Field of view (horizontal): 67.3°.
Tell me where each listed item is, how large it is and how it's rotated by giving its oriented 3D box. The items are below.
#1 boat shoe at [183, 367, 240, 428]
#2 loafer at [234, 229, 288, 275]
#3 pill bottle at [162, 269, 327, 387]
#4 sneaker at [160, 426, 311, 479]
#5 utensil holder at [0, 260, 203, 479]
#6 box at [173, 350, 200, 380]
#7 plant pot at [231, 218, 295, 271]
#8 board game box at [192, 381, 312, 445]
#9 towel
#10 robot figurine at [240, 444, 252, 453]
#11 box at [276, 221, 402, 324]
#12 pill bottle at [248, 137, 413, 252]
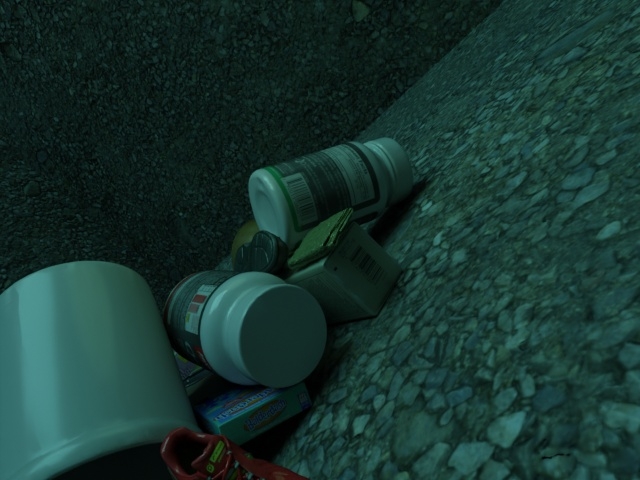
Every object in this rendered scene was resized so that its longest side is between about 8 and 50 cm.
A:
[{"bbox_3d":[-0.275,0.365,1.183,0.340,0.127,0.158,-31,13,28],"label":"boat shoe"},{"bbox_3d":[-0.115,0.035,1.054,0.267,0.084,0.096,-15,70,63],"label":"loafer"},{"bbox_3d":[-0.159,0.164,0.943,0.210,0.210,0.362,-53,24,-24],"label":"pill bottle"},{"bbox_3d":[-0.115,0.316,0.624,0.278,0.119,0.107,0,36,36],"label":"sneaker"},{"bbox_3d":[-0.419,0.278,0.882,0.327,0.327,0.386,-44,53,15],"label":"utensil holder"},{"bbox_3d":[-0.498,0.489,1.501,0.243,0.117,0.214,-41,14,28],"label":"box"},{"bbox_3d":[-0.073,0.035,1.312,0.254,0.237,0.237,-10,37,46],"label":"plant pot"},{"bbox_3d":[-0.130,0.300,0.869,0.160,0.047,0.210,-20,0,-28],"label":"board game box"},{"bbox_3d":[0.000,0.000,0.900,0.148,0.027,0.110,-30,21,50],"label":"towel"},{"bbox_3d":[-0.220,0.453,0.771,0.291,0.085,0.211,-45,14,8],"label":"robot figurine"},{"bbox_3d":[0.006,0.087,1.004,0.121,0.148,0.311,-53,15,-30],"label":"box"},{"bbox_3d":[0.029,-0.119,1.153,0.360,0.204,0.204,-21,2,-23],"label":"pill bottle"}]
